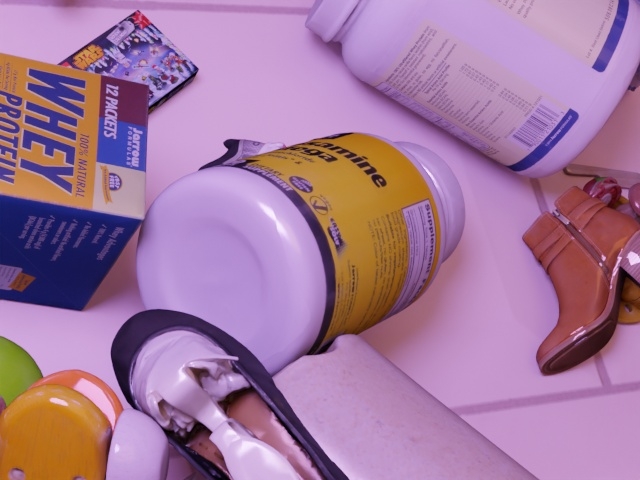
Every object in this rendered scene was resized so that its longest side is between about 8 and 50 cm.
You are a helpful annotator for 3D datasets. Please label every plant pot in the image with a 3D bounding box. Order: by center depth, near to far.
[{"bbox_3d":[0.052,0.258,1.027,0.334,0.334,0.305,-33,71,-36],"label":"plant pot"}]

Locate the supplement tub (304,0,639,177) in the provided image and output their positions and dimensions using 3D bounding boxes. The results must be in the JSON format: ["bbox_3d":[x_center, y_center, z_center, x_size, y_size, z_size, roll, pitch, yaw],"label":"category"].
[{"bbox_3d":[0.170,-0.241,1.386,0.325,0.235,0.235,30,54,-9],"label":"supplement tub"}]

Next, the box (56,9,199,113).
[{"bbox_3d":[-0.205,-0.171,1.288,0.094,0.027,0.137,44,54,2],"label":"box"}]

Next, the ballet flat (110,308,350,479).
[{"bbox_3d":[-0.067,0.131,0.912,0.280,0.096,0.095,38,83,27],"label":"ballet flat"}]

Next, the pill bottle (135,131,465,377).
[{"bbox_3d":[0.000,0.000,1.160,0.188,0.188,0.334,55,34,9],"label":"pill bottle"}]

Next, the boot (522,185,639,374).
[{"bbox_3d":[0.276,0.043,1.384,0.197,0.073,0.152,-41,60,-7],"label":"boot"}]

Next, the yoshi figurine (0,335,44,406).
[{"bbox_3d":[-0.364,0.098,0.961,0.362,0.203,0.203,33,44,-16],"label":"yoshi figurine"}]

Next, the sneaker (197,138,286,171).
[{"bbox_3d":[-0.100,-0.035,1.246,0.075,0.063,0.170,21,69,22],"label":"sneaker"}]

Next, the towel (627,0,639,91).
[{"bbox_3d":[0.347,-0.282,1.483,0.209,0.285,0.034,40,81,0],"label":"towel"}]

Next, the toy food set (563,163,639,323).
[{"bbox_3d":[0.358,-0.014,1.456,0.128,0.071,0.218,13,59,-20],"label":"toy food set"}]

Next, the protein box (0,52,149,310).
[{"bbox_3d":[-0.275,-0.050,1.078,0.201,0.200,0.136,10,60,-22],"label":"protein box"}]

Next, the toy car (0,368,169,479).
[{"bbox_3d":[-0.191,0.183,0.914,0.159,0.136,0.182,7,101,2],"label":"toy car"}]
